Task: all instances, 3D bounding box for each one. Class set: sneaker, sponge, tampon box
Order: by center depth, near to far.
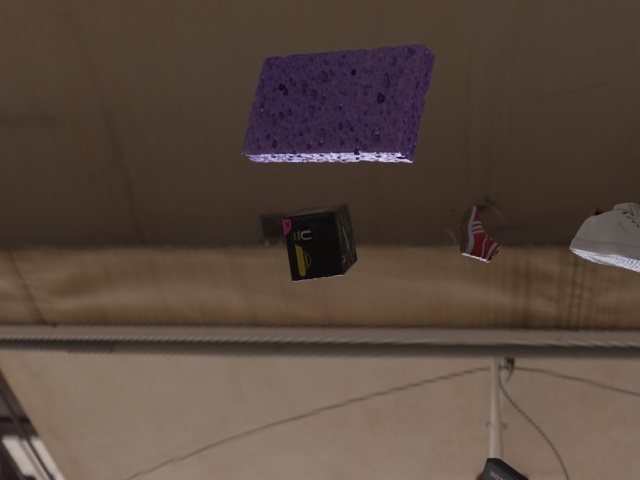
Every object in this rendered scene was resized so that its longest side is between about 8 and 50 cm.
[{"bbox_3d":[0.014,-0.141,0.972,0.210,0.031,0.117,4,-103,38],"label":"sponge"},{"bbox_3d":[0.282,-0.009,1.627,0.067,0.042,0.118,22,-135,-9],"label":"sneaker"},{"bbox_3d":[0.566,-0.011,1.664,0.123,0.105,0.290,-65,-155,-2],"label":"sneaker"},{"bbox_3d":[0.000,0.000,1.737,0.101,0.121,0.161,-8,-174,12],"label":"tampon box"}]

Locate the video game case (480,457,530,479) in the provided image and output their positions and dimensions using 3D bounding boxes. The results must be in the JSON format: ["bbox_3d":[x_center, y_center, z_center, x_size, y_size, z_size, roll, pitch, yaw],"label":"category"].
[{"bbox_3d":[0.220,0.422,1.074,0.026,0.274,0.196,12,-172,-29],"label":"video game case"}]
